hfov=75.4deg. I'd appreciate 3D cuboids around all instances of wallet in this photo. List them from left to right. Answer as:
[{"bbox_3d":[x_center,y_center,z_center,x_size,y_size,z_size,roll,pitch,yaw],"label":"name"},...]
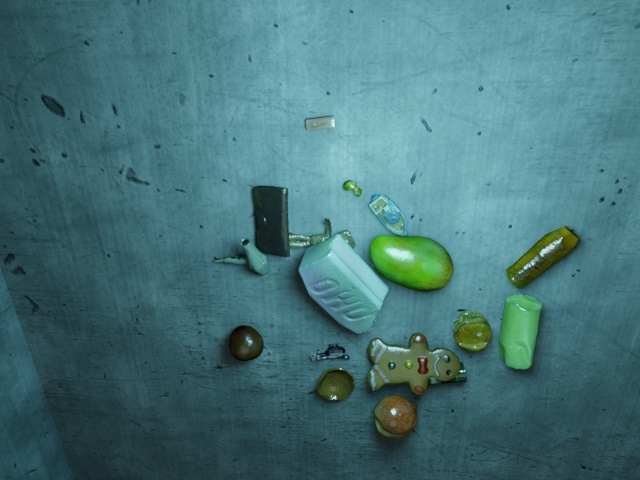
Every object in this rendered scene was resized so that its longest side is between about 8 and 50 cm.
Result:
[{"bbox_3d":[-0.207,-0.081,1.769,0.165,0.042,0.310,9,113,21],"label":"wallet"}]

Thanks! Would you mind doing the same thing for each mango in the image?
[{"bbox_3d":[0.372,0.081,1.689,0.381,0.201,0.225,23,122,-15],"label":"mango"}]

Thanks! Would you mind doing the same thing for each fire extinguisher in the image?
[{"bbox_3d":[0.540,0.642,1.983,0.294,0.093,0.118,-9,86,11],"label":"fire extinguisher"}]

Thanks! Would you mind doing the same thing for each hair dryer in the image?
[{"bbox_3d":[-0.359,0.059,1.809,0.267,0.092,0.229,12,146,3],"label":"hair dryer"}]

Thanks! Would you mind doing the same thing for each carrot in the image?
[{"bbox_3d":[0.899,0.068,1.688,0.114,0.114,0.302,37,116,-9],"label":"carrot"}]

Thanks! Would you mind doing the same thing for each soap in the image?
[{"bbox_3d":[0.106,0.201,1.764,0.261,0.156,0.446,-26,119,36],"label":"soap"}]

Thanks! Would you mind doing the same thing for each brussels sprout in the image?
[{"bbox_3d":[0.135,-0.215,1.693,0.083,0.046,0.051,26,157,-11],"label":"brussels sprout"}]

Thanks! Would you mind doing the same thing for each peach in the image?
[{"bbox_3d":[0.380,0.863,2.052,0.232,0.232,0.233,2,113,6],"label":"peach"}]

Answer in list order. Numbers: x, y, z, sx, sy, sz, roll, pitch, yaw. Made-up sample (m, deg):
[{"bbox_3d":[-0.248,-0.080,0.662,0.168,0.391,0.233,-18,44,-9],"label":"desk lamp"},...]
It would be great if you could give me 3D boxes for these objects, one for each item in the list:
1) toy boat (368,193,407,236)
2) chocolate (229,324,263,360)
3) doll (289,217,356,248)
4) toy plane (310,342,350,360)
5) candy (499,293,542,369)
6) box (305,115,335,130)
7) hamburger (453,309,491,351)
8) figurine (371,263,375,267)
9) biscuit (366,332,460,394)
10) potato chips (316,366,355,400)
[{"bbox_3d":[0.285,-0.095,1.696,0.088,0.102,0.215,-38,104,22],"label":"toy boat"},{"bbox_3d":[-0.361,0.490,1.991,0.176,0.177,0.177,2,113,6],"label":"chocolate"},{"bbox_3d":[0.002,0.017,1.790,0.285,0.091,0.203,-22,96,15],"label":"doll"},{"bbox_3d":[0.044,0.553,2.026,0.197,0.053,0.078,-8,120,6],"label":"toy plane"},{"bbox_3d":[0.873,0.401,1.817,0.142,0.132,0.344,-8,113,-7],"label":"candy"},{"bbox_3d":[0.001,-0.457,1.618,0.115,0.025,0.048,-4,114,8],"label":"box"},{"bbox_3d":[0.675,0.398,1.858,0.185,0.113,0.177,30,119,2],"label":"hamburger"},{"bbox_3d":[0.292,0.102,1.808,0.129,0.054,0.072,18,130,-9],"label":"figurine"},{"bbox_3d":[0.430,0.574,1.925,0.431,0.064,0.283,1,89,11],"label":"biscuit"},{"bbox_3d":[0.076,0.710,2.081,0.195,0.062,0.208,-2,111,2],"label":"potato chips"}]
